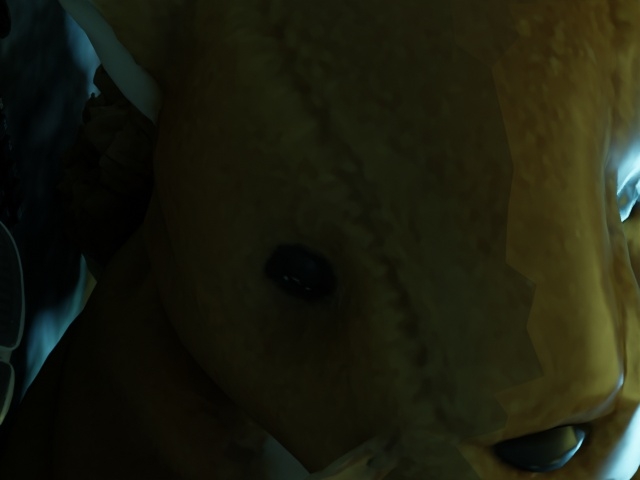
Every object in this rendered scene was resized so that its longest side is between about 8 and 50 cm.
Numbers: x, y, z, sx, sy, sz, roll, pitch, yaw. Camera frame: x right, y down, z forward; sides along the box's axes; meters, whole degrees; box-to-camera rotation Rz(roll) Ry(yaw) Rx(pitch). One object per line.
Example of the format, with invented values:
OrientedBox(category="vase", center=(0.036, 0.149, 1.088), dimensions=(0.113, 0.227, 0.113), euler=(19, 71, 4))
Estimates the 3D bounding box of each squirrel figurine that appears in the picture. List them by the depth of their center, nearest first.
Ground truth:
OrientedBox(category="squirrel figurine", center=(0.000, 0.000, 0.594), dimensions=(0.370, 0.281, 0.397), euler=(92, -10, -53))

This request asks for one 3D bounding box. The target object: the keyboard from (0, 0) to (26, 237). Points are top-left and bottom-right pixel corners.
OrientedBox(category="keyboard", center=(-0.115, -0.058, 0.545), dimensions=(0.180, 0.023, 0.108), euler=(89, 9, -48))

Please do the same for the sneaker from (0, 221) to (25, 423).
OrientedBox(category="sneaker", center=(-0.124, 0.069, 0.470), dimensions=(0.071, 0.068, 0.170), euler=(145, -40, -79))
